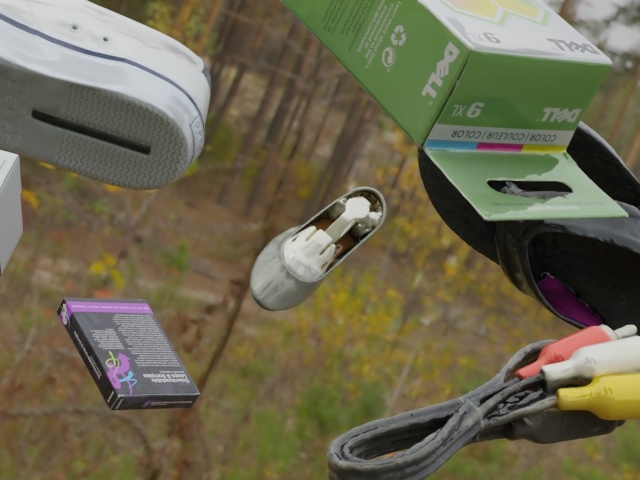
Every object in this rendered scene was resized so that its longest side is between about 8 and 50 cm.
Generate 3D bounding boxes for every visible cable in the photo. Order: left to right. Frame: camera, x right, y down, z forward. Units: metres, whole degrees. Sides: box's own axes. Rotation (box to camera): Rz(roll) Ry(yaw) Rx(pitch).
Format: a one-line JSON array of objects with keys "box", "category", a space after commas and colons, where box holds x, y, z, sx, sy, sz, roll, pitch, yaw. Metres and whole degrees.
[{"box": [0.127, 0.107, 0.987, 0.287, 0.072, 0.139, -6, 23, -22], "category": "cable"}]

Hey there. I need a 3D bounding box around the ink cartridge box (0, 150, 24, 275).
[{"box": [-0.399, -0.046, 1.407, 0.175, 0.127, 0.072, 15, 52, 3], "category": "ink cartridge box"}]

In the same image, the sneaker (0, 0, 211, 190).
[{"box": [-0.185, -0.104, 0.782, 0.258, 0.094, 0.091, 23, 34, -5], "category": "sneaker"}]

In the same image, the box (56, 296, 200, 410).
[{"box": [-0.223, 0.130, 1.602, 0.116, 0.029, 0.162, 5, 37, -42], "category": "box"}]

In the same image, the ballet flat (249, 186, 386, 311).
[{"box": [0.000, 0.000, 1.483, 0.072, 0.068, 0.213, 46, 44, 4], "category": "ballet flat"}]

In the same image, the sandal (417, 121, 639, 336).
[{"box": [0.279, 0.029, 1.347, 0.445, 0.167, 0.107, 42, 20, -12], "category": "sandal"}]

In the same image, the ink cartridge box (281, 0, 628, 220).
[{"box": [0.074, -0.098, 0.718, 0.109, 0.062, 0.209, -1, 40, -40], "category": "ink cartridge box"}]
